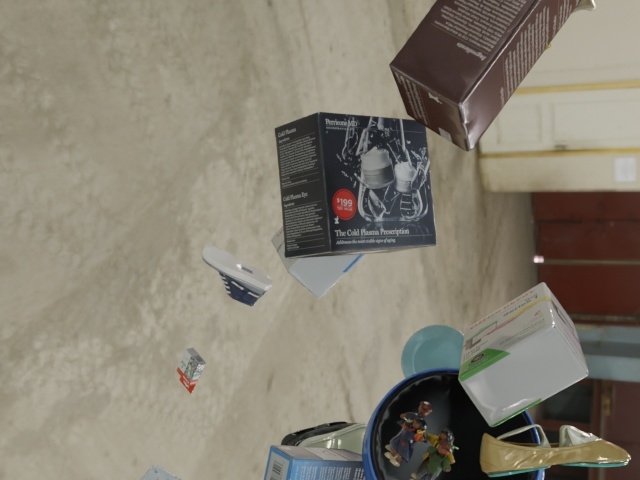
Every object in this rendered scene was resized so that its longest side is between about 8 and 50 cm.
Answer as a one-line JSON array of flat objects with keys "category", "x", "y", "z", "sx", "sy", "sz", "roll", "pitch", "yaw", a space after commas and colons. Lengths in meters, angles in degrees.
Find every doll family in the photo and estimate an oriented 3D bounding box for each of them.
[{"category": "doll family", "x": 0.177, "y": 0.349, "z": 1.308, "sx": 0.076, "sy": 0.193, "sz": 0.111, "roll": 29, "pitch": 93, "yaw": -37}]

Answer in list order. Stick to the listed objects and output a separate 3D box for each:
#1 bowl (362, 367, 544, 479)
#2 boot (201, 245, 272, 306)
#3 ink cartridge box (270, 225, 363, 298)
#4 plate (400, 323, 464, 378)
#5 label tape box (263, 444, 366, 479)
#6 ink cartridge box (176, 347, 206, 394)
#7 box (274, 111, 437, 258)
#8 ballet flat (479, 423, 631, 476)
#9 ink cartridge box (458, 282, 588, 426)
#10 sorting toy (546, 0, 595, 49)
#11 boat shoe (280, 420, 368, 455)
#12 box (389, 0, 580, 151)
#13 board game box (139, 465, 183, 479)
[{"category": "bowl", "x": 0.283, "y": 0.454, "z": 1.625, "sx": 0.077, "sy": 0.390, "sz": 0.391, "roll": 82, "pitch": 19, "yaw": -56}, {"category": "boot", "x": -0.212, "y": 0.089, "z": 1.782, "sx": 0.190, "sy": 0.086, "sz": 0.069, "roll": 31, "pitch": 25, "yaw": -20}, {"category": "ink cartridge box", "x": 0.000, "y": 0.000, "z": 2.114, "sx": 0.129, "sy": 0.223, "sz": 0.307, "roll": 43, "pitch": 4, "yaw": -20}, {"category": "plate", "x": 0.299, "y": 0.307, "z": 1.952, "sx": 0.024, "sy": 0.188, "sz": 0.188, "roll": 48, "pitch": 47, "yaw": -54}, {"category": "label tape box", "x": 0.020, "y": 0.611, "z": 1.745, "sx": 0.333, "sy": 0.106, "sz": 0.241, "roll": 15, "pitch": 85, "yaw": -36}, {"category": "ink cartridge box", "x": -0.348, "y": 0.347, "z": 2.000, "sx": 0.029, "sy": 0.063, "sz": 0.115, "roll": -4, "pitch": 128, "yaw": -49}, {"category": "box", "x": 0.086, "y": -0.125, "z": 1.795, "sx": 0.343, "sy": 0.179, "sz": 0.313, "roll": -3, "pitch": 86, "yaw": -38}, {"category": "ballet flat", "x": 0.366, "y": 0.324, "z": 1.187, "sx": 0.080, "sy": 0.232, "sz": 0.073, "roll": 80, "pitch": 5, "yaw": -78}, {"category": "ink cartridge box", "x": 0.382, "y": 0.210, "z": 1.454, "sx": 0.117, "sy": 0.201, "sz": 0.278, "roll": 54, "pitch": 18, "yaw": -3}, {"category": "sorting toy", "x": 0.364, "y": -0.410, "z": 1.354, "sx": 0.307, "sy": 0.229, "sz": 0.041, "roll": -78, "pitch": 148, "yaw": -50}, {"category": "boat shoe", "x": 0.036, "y": 0.531, "z": 1.985, "sx": 0.340, "sy": 0.113, "sz": 0.127, "roll": -2, "pitch": 101, "yaw": -43}, {"category": "box", "x": 0.280, "y": -0.348, "z": 1.170, "sx": 0.381, "sy": 0.143, "sz": 0.191, "roll": -55, "pitch": 160, "yaw": -4}, {"category": "board game box", "x": -0.373, "y": 0.800, "z": 1.931, "sx": 0.390, "sy": 0.389, "sz": 0.050, "roll": -45, "pitch": 160, "yaw": -59}]
